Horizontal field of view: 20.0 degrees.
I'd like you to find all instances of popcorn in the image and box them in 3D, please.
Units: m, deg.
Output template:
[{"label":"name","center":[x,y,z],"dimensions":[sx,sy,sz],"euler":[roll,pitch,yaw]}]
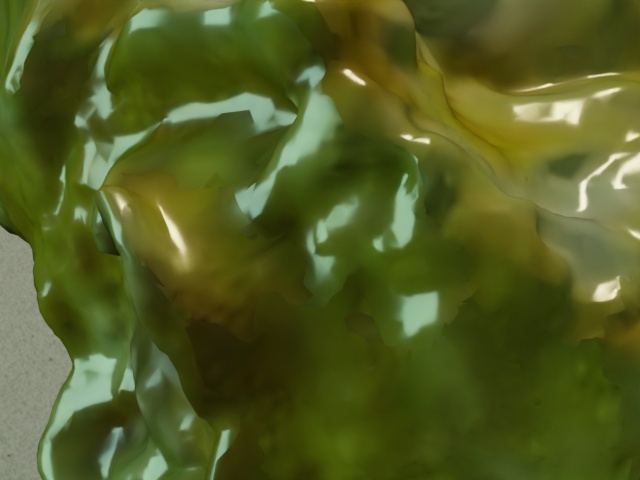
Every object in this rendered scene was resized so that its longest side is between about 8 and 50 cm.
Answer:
[{"label":"popcorn","center":[0.012,-0.010,0.754],"dimensions":[0.292,0.293,0.334],"euler":[125,145,-56]}]
